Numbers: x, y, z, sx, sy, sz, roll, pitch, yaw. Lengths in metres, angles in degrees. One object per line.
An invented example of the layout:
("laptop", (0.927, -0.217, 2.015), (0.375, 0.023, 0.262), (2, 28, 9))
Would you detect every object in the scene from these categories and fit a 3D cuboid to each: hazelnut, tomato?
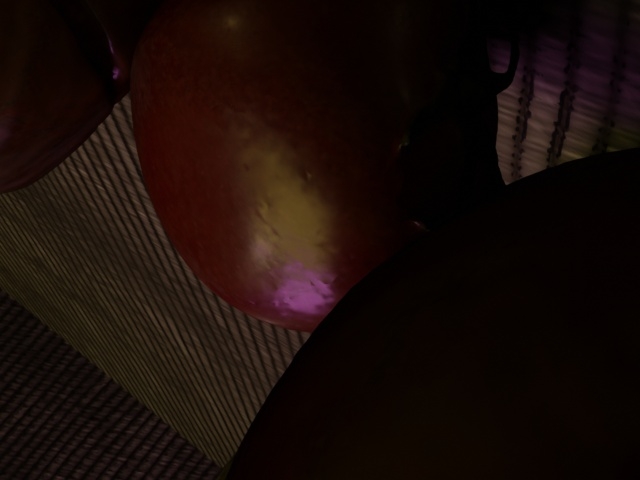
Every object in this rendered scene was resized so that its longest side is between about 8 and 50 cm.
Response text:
("hazelnut", (0.160, 0.156, 0.494), (0.409, 0.359, 0.359), (32, 167, -9))
("tomato", (-0.002, -0.051, 0.632), (0.167, 0.167, 0.167), (38, 166, 12))
("hazelnut", (-0.148, -0.111, 0.674), (0.182, 0.182, 0.182), (38, 166, 12))

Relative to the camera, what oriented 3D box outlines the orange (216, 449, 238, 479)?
("orange", (0.076, 0.275, 1.199), (0.368, 0.271, 0.210), (42, 162, 6))
